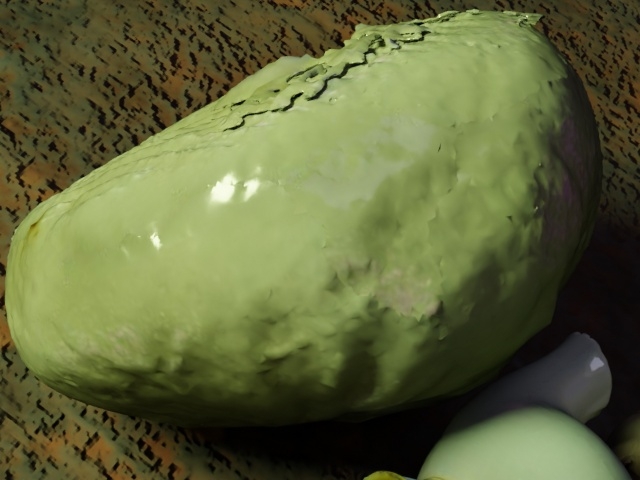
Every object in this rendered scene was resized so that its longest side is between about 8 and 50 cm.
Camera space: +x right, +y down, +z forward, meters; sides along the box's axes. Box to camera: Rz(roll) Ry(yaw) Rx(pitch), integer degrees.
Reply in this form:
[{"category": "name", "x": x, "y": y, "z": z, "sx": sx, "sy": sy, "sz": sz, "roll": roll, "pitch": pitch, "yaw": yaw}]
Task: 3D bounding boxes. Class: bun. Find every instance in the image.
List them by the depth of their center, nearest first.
[{"category": "bun", "x": 0.000, "y": 0.001, "z": 0.714, "sx": 0.273, "sy": 0.273, "sz": 0.168, "roll": -26, "pitch": 99, "yaw": -33}]

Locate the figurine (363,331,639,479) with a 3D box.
[{"category": "figurine", "x": 0.151, "y": 0.131, "z": 0.718, "sx": 0.263, "sy": 0.142, "sz": 0.189, "roll": -8, "pitch": 81, "yaw": -24}]
